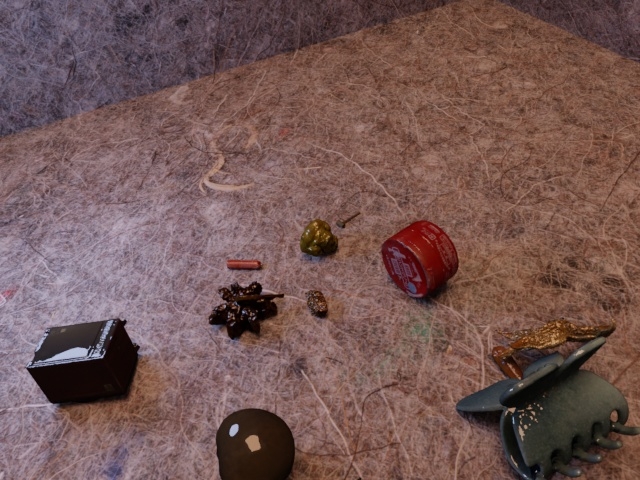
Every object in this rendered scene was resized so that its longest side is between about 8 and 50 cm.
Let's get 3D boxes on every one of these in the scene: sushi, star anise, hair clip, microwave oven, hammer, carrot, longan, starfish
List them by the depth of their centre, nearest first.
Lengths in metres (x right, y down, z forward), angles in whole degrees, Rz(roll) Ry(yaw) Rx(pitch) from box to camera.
[{"bbox_3d":[0.559,0.411,1.275,0.318,0.392,0.238,-25,72,-15],"label":"hair clip"},{"bbox_3d":[-0.162,0.519,1.327,0.197,0.196,0.220,-18,39,-10],"label":"longan"},{"bbox_3d":[0.617,0.259,1.465,0.294,0.301,0.084,-13,79,12],"label":"starfish"},{"bbox_3d":[0.547,0.379,1.477,0.048,0.048,0.216,-21,49,-13],"label":"carrot"},{"bbox_3d":[-0.692,0.358,1.584,0.248,0.188,0.178,-9,38,5],"label":"microwave oven"},{"bbox_3d":[-0.254,0.208,1.718,0.190,0.125,0.220,15,51,28],"label":"star anise"},{"bbox_3d":[-0.016,0.202,1.740,0.055,0.052,0.120,-5,43,-19],"label":"sushi"},{"bbox_3d":[0.111,-0.085,2.045,0.110,0.019,0.035,-33,49,-27],"label":"hammer"}]

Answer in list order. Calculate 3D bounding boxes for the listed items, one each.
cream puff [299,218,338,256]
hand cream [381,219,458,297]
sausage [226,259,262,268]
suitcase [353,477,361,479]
[{"bbox_3d":[0.000,0.000,1.897,0.116,0.146,0.146,30,53,12],"label":"cream puff"},{"bbox_3d":[0.319,0.058,1.716,0.149,0.230,0.230,-31,48,-21],"label":"hand cream"},{"bbox_3d":[-0.269,0.086,1.911,0.130,0.034,0.034,1,44,8],"label":"sausage"},{"bbox_3d":[0.043,0.642,1.145,0.194,0.234,0.143,-20,26,-13],"label":"suitcase"}]
